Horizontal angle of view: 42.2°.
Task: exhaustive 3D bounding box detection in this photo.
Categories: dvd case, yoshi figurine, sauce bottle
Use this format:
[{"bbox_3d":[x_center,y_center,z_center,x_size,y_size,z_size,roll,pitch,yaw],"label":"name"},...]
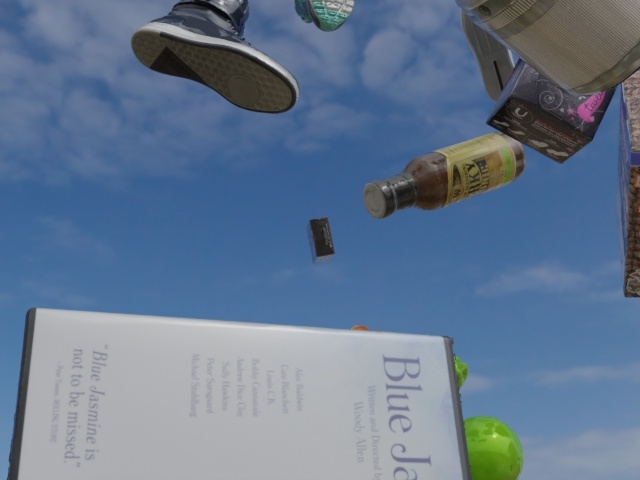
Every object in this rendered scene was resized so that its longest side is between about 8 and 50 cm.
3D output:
[{"bbox_3d":[-0.033,0.130,0.442,0.253,0.180,0.022,6,-30,-19],"label":"dvd case"},{"bbox_3d":[0.158,0.266,1.228,0.362,0.203,0.203,35,0,17],"label":"yoshi figurine"},{"bbox_3d":[0.234,-0.118,1.564,0.344,0.111,0.111,-21,-13,-28],"label":"sauce bottle"}]

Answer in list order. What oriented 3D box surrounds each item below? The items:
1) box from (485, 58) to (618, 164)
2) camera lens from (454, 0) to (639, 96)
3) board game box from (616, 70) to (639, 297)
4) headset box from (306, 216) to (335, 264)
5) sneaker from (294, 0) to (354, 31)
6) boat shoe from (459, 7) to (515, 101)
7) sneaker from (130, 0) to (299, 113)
[{"bbox_3d":[0.423,-0.287,1.425,0.163,0.247,0.142,29,-12,1],"label":"box"},{"bbox_3d":[0.331,-0.347,1.130,0.274,0.219,0.219,32,-35,-17],"label":"camera lens"},{"bbox_3d":[0.553,-0.090,1.317,0.141,0.232,0.291,-1,-50,16],"label":"board game box"},{"bbox_3d":[0.000,0.000,1.329,0.032,0.062,0.083,-10,-10,-8],"label":"headset box"},{"bbox_3d":[-0.001,-0.310,1.080,0.065,0.166,0.076,12,-48,-18],"label":"sneaker"},{"bbox_3d":[0.370,-0.453,1.839,0.109,0.094,0.302,-14,-60,7],"label":"boat shoe"},{"bbox_3d":[-0.101,-0.254,1.057,0.226,0.163,0.086,25,-44,13],"label":"sneaker"}]
